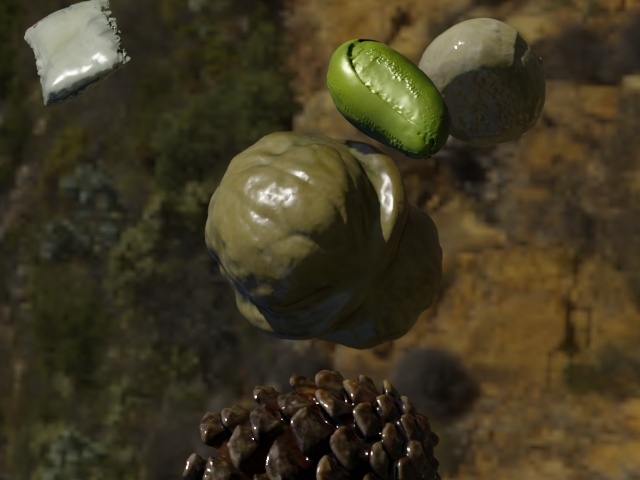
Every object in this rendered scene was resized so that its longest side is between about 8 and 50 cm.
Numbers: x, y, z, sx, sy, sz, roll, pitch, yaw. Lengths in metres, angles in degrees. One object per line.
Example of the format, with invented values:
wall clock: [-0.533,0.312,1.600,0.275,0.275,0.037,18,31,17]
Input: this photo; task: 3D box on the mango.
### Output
mango: [0.067,-0.134,1.678,0.165,0.091,0.074,54,159,33]

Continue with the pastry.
pastry: [0.185,-0.179,1.972,0.092,0.156,0.156,-65,-28,-50]

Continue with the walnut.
walnut: [0.001,0.001,2.117,0.253,0.277,0.282,-34,-57,-12]

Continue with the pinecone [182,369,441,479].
pinecone: [-0.006,0.194,1.360,0.184,0.205,0.179,115,149,-87]

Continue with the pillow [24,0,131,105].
pillow: [-0.325,-0.256,2.270,0.051,0.128,0.229,62,-179,-35]
